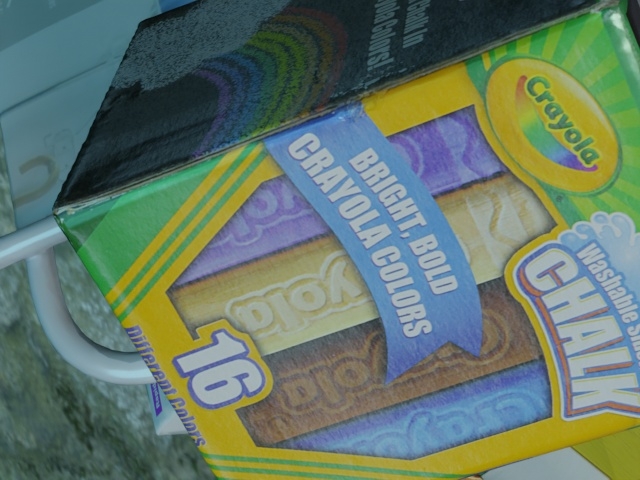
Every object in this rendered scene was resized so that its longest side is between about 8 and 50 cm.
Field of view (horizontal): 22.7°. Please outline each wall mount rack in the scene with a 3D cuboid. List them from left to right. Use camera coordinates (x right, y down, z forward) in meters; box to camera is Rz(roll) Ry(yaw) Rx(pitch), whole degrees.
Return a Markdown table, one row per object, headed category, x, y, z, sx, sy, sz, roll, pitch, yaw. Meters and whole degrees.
| category | x | y | z | sx | sy | sz | roll | pitch | yaw |
| --- | --- | --- | --- | --- | --- | --- | --- | --- | --- |
| wall mount rack | -0.072 | -0.134 | 0.646 | 0.304 | 0.130 | 0.350 | -23 | 61 | 16 |

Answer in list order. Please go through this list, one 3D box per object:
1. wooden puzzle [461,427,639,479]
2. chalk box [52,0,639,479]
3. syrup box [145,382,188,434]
| category | x | y | z | sx | sy | sz | roll | pitch | yaw |
| --- | --- | --- | --- | --- | --- | --- | --- | --- | --- |
| wooden puzzle | 0.107 | 0.094 | 0.652 | 0.238 | 0.044 | 0.221 | 36 | 139 | -4 |
| chalk box | 0.053 | -0.023 | 0.484 | 0.213 | 0.132 | 0.132 | -18 | 118 | 17 |
| syrup box | 0.000 | 0.000 | 0.718 | 0.237 | 0.093 | 0.096 | -46 | 51 | 50 |
